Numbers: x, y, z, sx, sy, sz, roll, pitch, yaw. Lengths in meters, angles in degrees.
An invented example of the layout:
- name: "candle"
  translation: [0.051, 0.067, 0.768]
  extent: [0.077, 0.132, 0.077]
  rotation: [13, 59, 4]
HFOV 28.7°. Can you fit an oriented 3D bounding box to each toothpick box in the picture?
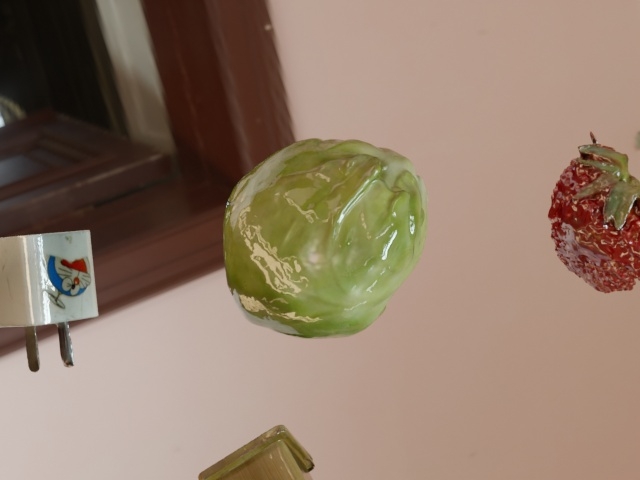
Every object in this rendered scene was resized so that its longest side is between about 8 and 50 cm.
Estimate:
- name: "toothpick box"
  translation: [-0.056, 0.519, 2.222]
  extent: [0.308, 0.187, 0.190]
  rotation: [58, -2, 36]

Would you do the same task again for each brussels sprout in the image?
- name: "brussels sprout"
  translation: [0.000, 0.000, 1.824]
  extent: [0.328, 0.328, 0.247]
  rotation: [48, -13, 31]

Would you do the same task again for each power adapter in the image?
- name: "power adapter"
  translation: [-0.407, 0.091, 1.844]
  extent: [0.125, 0.130, 0.204]
  rotation: [-5, -88, 38]

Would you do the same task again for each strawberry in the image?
- name: "strawberry"
  translation: [0.299, 0.000, 1.365]
  extent: [0.208, 0.087, 0.167]
  rotation: [94, -28, -47]
